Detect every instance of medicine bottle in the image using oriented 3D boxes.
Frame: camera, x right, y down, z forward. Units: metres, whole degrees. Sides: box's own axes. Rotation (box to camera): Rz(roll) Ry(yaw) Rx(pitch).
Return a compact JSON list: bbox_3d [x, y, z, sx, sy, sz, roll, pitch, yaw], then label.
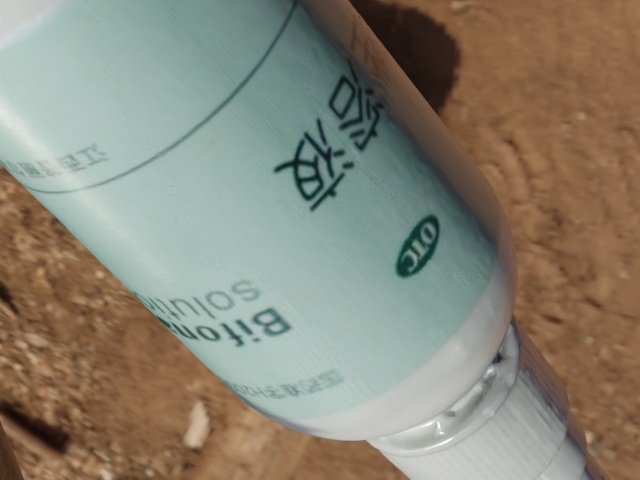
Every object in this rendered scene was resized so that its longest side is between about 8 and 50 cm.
[{"bbox_3d":[0.000,0.000,0.578,0.110,0.110,0.352,-51,126,-13],"label":"medicine bottle"}]

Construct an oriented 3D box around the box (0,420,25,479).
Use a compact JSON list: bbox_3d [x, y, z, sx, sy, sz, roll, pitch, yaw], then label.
[{"bbox_3d":[-0.311,0.226,1.260,0.359,0.091,0.350,-51,126,-64],"label":"box"}]
